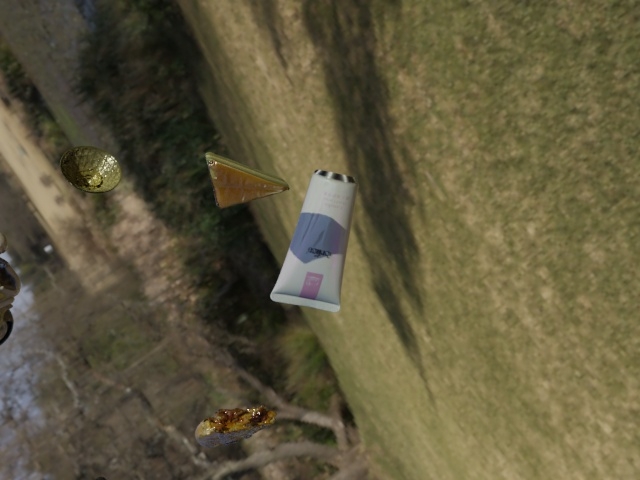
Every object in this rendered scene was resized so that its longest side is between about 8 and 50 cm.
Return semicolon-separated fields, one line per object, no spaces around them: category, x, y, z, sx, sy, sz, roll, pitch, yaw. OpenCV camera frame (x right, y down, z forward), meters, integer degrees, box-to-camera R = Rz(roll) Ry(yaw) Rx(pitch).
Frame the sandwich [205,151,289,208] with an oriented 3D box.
sandwich;-0.160;-0.148;1.977;0.079;0.163;0.114;-117;14;-70

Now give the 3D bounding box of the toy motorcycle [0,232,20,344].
toy motorcycle;-0.665;0.073;1.663;0.107;0.223;0.340;24;174;33

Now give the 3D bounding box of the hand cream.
hand cream;0.000;0.000;2.296;0.118;0.185;0.359;-131;53;-73

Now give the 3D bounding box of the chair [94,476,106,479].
chair;-0.500;0.691;2.190;0.145;0.140;0.221;17;135;17

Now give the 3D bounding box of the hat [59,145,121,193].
hat;-0.551;-0.150;2.162;0.146;0.146;0.067;52;138;18

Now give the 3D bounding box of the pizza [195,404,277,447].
pizza;-0.196;0.419;2.106;0.154;0.193;0.069;101;151;-62
